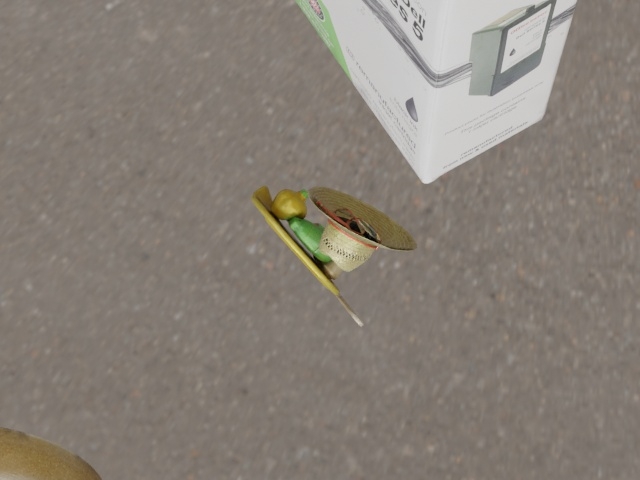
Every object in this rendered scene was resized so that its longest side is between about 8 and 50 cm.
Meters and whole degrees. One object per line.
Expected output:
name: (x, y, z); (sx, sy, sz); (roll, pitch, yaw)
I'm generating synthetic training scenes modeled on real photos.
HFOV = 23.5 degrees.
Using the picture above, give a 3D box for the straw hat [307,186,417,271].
straw hat: (0.031, 0.000, 1.704); (0.144, 0.144, 0.061); (28, 105, -1)

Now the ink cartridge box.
ink cartridge box: (0.068, -0.192, 1.010); (0.115, 0.273, 0.198); (-29, 70, -11)

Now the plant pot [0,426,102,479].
plant pot: (-0.231, 0.176, 0.844); (0.236, 0.032, 0.236); (-10, 143, -8)

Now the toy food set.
toy food set: (0.000, 0.000, 2.043); (0.071, 0.128, 0.218); (-41, 116, 1)
